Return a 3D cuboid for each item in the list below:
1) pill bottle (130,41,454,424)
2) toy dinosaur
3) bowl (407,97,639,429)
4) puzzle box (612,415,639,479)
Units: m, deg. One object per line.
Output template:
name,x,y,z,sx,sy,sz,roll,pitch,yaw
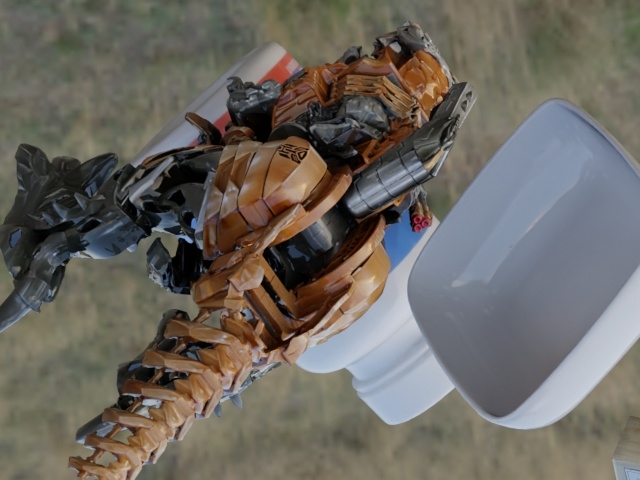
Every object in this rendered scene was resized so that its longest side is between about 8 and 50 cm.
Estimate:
pill bottle,0.000,0.000,1.016,0.124,0.221,0.124,-41,-170,9
toy dinosaur,-0.039,-0.004,0.801,0.218,0.164,0.322,-21,-178,34
bowl,0.117,0.016,0.839,0.053,0.142,0.142,27,109,-34
puzzle box,0.466,0.294,1.474,0.409,0.052,0.272,11,142,29
